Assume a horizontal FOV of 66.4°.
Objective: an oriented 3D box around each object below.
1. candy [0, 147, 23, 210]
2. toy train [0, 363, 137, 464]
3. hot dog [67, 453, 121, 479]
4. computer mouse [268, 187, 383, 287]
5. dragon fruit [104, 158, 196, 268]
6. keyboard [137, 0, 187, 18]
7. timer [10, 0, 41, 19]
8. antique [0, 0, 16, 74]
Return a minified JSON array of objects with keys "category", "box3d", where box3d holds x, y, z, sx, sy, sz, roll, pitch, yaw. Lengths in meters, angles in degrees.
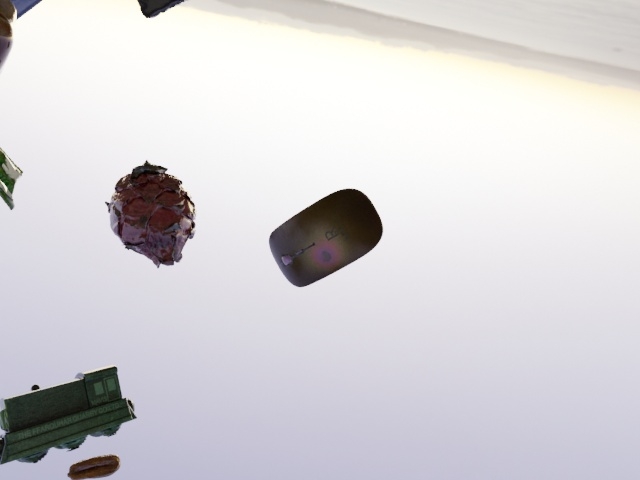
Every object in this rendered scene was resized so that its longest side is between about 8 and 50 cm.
[{"category":"candy","box3d":[-0.971,-0.204,1.484,0.069,0.149,0.246,-22,-141,-4]},{"category":"toy train","box3d":[-0.634,0.428,1.212,0.330,0.178,0.138,-7,168,-41]},{"category":"hot dog","box3d":[-0.659,0.663,1.426,0.144,0.062,0.038,-6,163,-18]},{"category":"computer mouse","box3d":[0.000,0.000,1.117,0.072,0.310,0.158,-27,-92,-56]},{"category":"dragon fruit","box3d":[-0.468,-0.068,1.365,0.245,0.298,0.244,-15,171,-3]},{"category":"keyboard","box3d":[-0.129,-0.242,0.324,0.060,0.195,0.018,-26,176,5]},{"category":"timer","box3d":[-0.597,-0.556,0.781,0.395,0.394,0.173,-9,-147,-40]},{"category":"antique","box3d":[-0.483,-0.192,0.589,0.129,0.278,0.223,26,-148,-45]}]
